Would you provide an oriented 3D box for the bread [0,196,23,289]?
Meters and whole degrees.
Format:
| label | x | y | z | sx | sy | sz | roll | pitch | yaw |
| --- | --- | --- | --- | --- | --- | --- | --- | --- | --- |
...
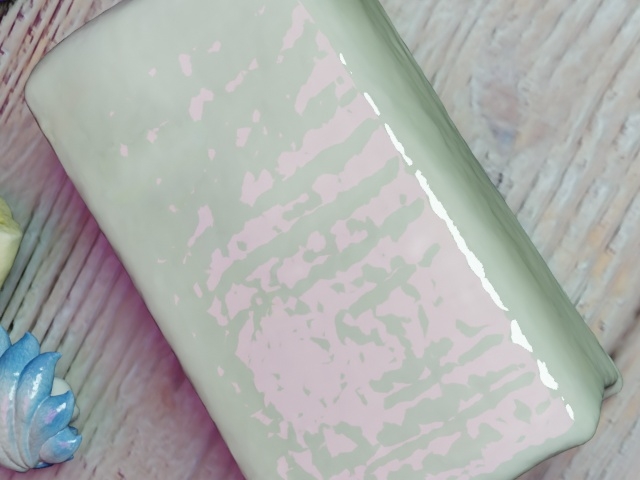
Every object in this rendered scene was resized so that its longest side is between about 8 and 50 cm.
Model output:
| label | x | y | z | sx | sy | sz | roll | pitch | yaw |
| --- | --- | --- | --- | --- | --- | --- | --- | --- | --- |
| bread | -0.278 | 0.042 | 0.755 | 0.139 | 0.060 | 0.178 | 37 | 104 | 51 |

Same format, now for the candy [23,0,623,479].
| label | x | y | z | sx | sy | sz | roll | pitch | yaw |
| --- | --- | --- | --- | --- | --- | --- | --- | --- | --- |
| candy | -0.003 | 0.001 | 0.629 | 0.208 | 0.145 | 0.359 | -33 | 82 | 18 |

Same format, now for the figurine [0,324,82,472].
| label | x | y | z | sx | sy | sz | roll | pitch | yaw |
| --- | --- | --- | --- | --- | --- | --- | --- | --- | --- |
| figurine | -0.209 | 0.110 | 0.751 | 0.114 | 0.079 | 0.114 | 21 | 115 | 53 |
